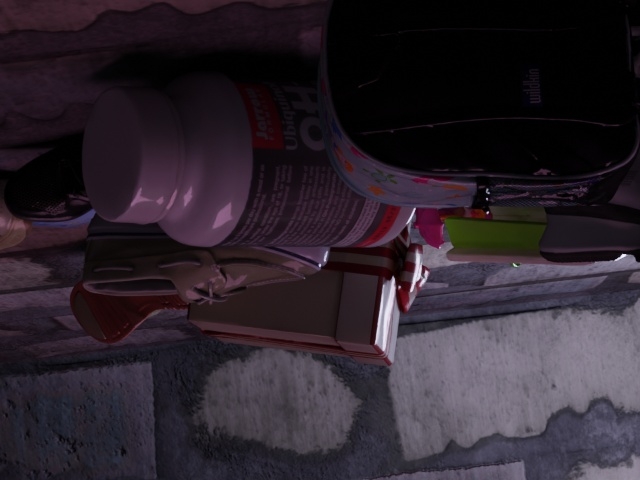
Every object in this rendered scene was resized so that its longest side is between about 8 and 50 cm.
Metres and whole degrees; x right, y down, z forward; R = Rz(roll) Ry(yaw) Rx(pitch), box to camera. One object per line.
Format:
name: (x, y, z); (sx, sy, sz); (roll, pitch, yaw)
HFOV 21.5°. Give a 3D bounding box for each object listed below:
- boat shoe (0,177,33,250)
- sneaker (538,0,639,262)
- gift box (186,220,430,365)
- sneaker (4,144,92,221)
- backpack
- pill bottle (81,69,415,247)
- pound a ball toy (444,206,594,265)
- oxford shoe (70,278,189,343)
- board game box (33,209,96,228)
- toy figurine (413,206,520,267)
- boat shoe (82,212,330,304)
boat shoe: (-0.446, -0.013, 2.081); (0.089, 0.105, 0.285); (5, 155, -33)
sneaker: (0.315, -0.115, 1.438); (0.169, 0.257, 0.447); (-10, -177, -27)
gift box: (0.000, 0.000, 2.015); (0.258, 0.276, 0.255); (8, 176, 9)
sneaker: (-0.242, -0.081, 1.844); (0.227, 0.087, 0.130); (-10, 168, 0)
backpack: (0.121, -0.132, 1.392); (0.253, 0.225, 0.191); (-2, 165, -7)
pill bottle: (-0.069, -0.080, 1.684); (0.318, 0.176, 0.176); (0, 168, -35)
pound a ball toy: (0.257, -0.090, 1.995); (0.135, 0.208, 0.319); (-29, -164, -31)
oxford shoe: (-0.214, 0.024, 2.450); (0.397, 0.140, 0.146); (-23, -168, 45)
board game box: (-0.270, -0.058, 2.113); (0.281, 0.027, 0.145); (-14, 169, 36)
toy figurine: (0.216, -0.038, 2.415); (0.159, 0.130, 0.173); (4, -161, 21)
boat shoe: (-0.130, 0.026, 1.870); (0.302, 0.094, 0.109); (3, 163, 29)
